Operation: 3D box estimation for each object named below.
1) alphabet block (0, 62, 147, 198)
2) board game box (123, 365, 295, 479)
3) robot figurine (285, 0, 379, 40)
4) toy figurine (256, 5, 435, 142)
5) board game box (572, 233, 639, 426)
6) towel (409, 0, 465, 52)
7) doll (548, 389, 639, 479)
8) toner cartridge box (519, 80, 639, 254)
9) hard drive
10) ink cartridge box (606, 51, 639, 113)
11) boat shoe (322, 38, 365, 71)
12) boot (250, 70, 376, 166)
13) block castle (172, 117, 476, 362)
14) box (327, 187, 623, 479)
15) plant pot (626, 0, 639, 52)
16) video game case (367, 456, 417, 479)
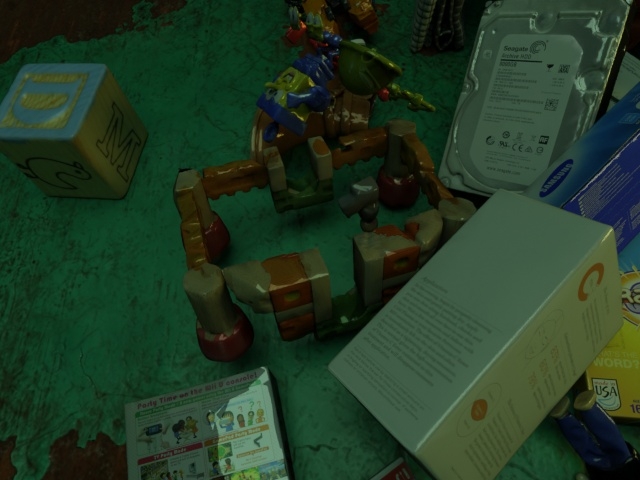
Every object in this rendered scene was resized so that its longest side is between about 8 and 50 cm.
[{"bbox_3d":[-0.497,-0.217,0.995,0.192,0.197,0.194,4,62,11],"label":"alphabet block"},{"bbox_3d":[-0.145,0.359,0.691,0.223,0.097,0.304,-14,62,-1],"label":"board game box"},{"bbox_3d":[0.024,-0.583,1.175,0.211,0.085,0.291,-26,60,14],"label":"robot figurine"},{"bbox_3d":[-0.007,-0.238,0.857,0.217,0.191,0.362,-49,40,8],"label":"toy figurine"},{"bbox_3d":[0.505,0.119,0.753,0.242,0.064,0.317,1,62,8],"label":"board game box"},{"bbox_3d":[0.282,-0.591,1.077,0.121,0.235,0.284,8,63,5],"label":"towel"},{"bbox_3d":[0.392,0.292,0.649,0.189,0.129,0.046,55,40,3],"label":"doll"},{"bbox_3d":[0.458,-0.105,0.737,0.348,0.165,0.075,-41,31,-11],"label":"toner cartridge box"},{"bbox_3d":[0.351,-0.229,0.832,0.236,0.064,0.339,20,98,37],"label":"hard drive"},{"bbox_3d":[0.507,-0.222,0.871,0.208,0.087,0.153,-31,63,-12],"label":"ink cartridge box"},{"bbox_3d":[0.043,-0.411,1.119,0.142,0.049,0.040,-27,80,-6],"label":"boat shoe"},{"bbox_3d":[-0.011,-0.229,1.003,0.220,0.109,0.284,13,57,10],"label":"boot"},{"bbox_3d":[0.000,0.000,0.809,0.453,0.213,0.303,-15,49,-8],"label":"block castle"},{"bbox_3d":[0.217,0.137,0.655,0.345,0.215,0.168,-43,40,-11],"label":"box"},{"bbox_3d":[0.569,-0.503,0.958,0.272,0.272,0.265,29,66,21],"label":"plant pot"},{"bbox_3d":[0.105,0.448,0.592,0.204,0.025,0.285,-23,67,-28],"label":"video game case"}]
